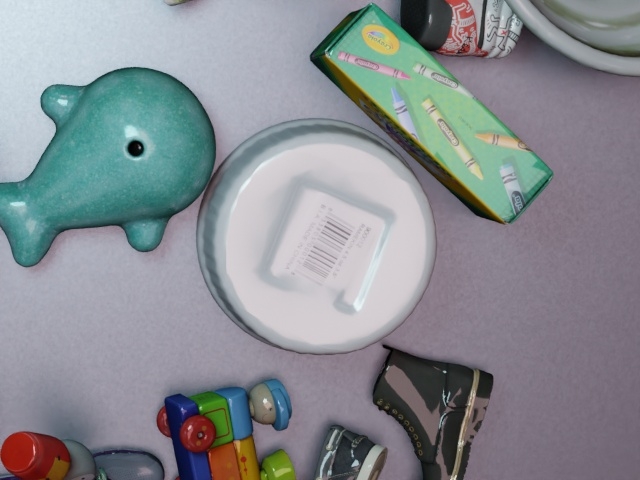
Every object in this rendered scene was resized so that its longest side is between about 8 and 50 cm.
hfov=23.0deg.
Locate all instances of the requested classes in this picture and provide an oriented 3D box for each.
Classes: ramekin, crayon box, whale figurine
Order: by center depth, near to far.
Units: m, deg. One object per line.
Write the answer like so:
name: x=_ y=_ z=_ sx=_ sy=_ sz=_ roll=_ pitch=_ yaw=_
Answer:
whale figurine: x=-0.245 y=-0.077 z=1.741 sx=0.272 sy=0.141 sz=0.216 roll=-31 pitch=98 yaw=-3
crayon box: x=0.121 y=-0.141 z=1.766 sx=0.278 sy=0.165 sz=0.081 roll=43 pitch=89 yaw=-8
ramekin: x=0.000 y=0.000 z=1.779 sx=0.277 sy=0.135 sz=0.277 roll=0 pitch=94 yaw=-6

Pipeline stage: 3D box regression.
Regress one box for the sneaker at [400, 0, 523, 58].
sneaker: x=0.170 y=-0.338 z=1.802 sx=0.145 sy=0.090 sz=0.270 roll=7 pitch=79 yaw=-28

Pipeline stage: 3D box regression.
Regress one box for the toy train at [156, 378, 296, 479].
toy train: x=-0.091 y=0.287 z=1.819 sx=0.143 sy=0.105 sz=0.248 roll=-14 pitch=100 yaw=-22

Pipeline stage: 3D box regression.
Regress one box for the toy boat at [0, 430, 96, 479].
toy boat: x=-0.408 y=0.226 z=1.719 sx=0.318 sy=0.148 sz=0.267 roll=7 pitch=76 yaw=19

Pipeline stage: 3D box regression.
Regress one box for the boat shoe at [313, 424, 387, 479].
boat shoe: x=-0.004 y=0.329 z=1.841 sx=0.079 sy=0.084 sz=0.233 roll=26 pitch=94 yaw=12

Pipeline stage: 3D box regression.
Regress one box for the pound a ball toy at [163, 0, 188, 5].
pound a ball toy: x=-0.106 y=-0.403 z=1.717 sx=0.208 sy=0.136 sz=0.319 roll=-20 pitch=98 yaw=31

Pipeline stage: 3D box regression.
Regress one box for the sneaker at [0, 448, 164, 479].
sneaker: x=-0.285 y=0.298 z=1.788 sx=0.223 sy=0.098 sz=0.083 roll=-13 pitch=97 yaw=-5

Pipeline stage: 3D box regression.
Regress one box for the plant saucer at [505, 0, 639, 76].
plant saucer: x=0.334 y=-0.380 z=1.782 sx=0.400 sy=0.100 sz=0.400 roll=1 pitch=88 yaw=-19

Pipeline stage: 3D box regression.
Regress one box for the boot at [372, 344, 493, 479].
boot: x=0.108 y=0.230 z=1.848 sx=0.137 sy=0.077 sz=0.198 roll=19 pitch=79 yaw=-3
